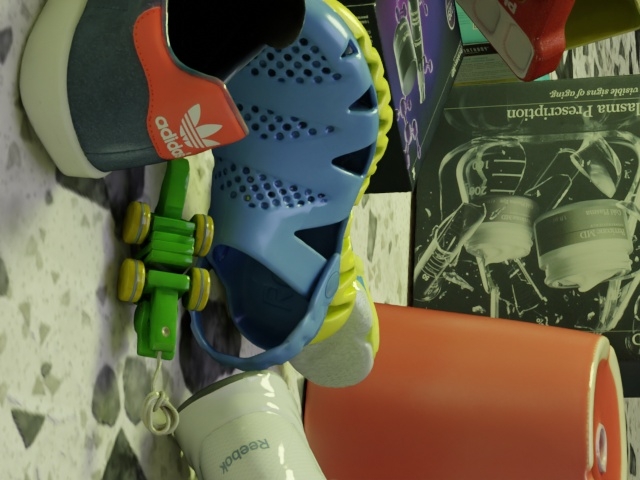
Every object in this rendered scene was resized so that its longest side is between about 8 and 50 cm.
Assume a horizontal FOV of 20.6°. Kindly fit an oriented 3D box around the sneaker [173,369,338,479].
[{"bbox_3d":[-0.015,0.222,1.267,0.297,0.111,0.129,56,6,-45],"label":"sneaker"}]

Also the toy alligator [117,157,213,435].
[{"bbox_3d":[-0.108,0.039,1.162,0.051,0.056,0.190,146,-50,-63],"label":"toy alligator"}]

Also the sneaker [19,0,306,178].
[{"bbox_3d":[-0.076,-0.192,1.127,0.131,0.148,0.350,59,33,-54],"label":"sneaker"}]

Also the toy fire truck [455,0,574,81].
[{"bbox_3d":[0.154,-0.330,1.741,0.302,0.169,0.254,52,-25,21],"label":"toy fire truck"}]

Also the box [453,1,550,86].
[{"bbox_3d":[0.192,-0.201,2.011,0.244,0.100,0.060,45,44,-64],"label":"box"}]

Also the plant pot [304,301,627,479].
[{"bbox_3d":[0.139,0.184,1.575,0.275,0.243,0.275,-2,90,-71],"label":"plant pot"}]

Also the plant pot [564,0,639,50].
[{"bbox_3d":[0.241,-0.340,2.046,0.212,0.212,0.187,42,35,-65],"label":"plant pot"}]

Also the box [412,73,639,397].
[{"bbox_3d":[0.284,0.000,1.874,0.179,0.343,0.313,44,46,-66],"label":"box"}]

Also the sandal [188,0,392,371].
[{"bbox_3d":[-0.030,-0.029,1.234,0.138,0.126,0.317,-51,148,-50],"label":"sandal"}]

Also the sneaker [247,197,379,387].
[{"bbox_3d":[0.000,0.000,1.421,0.126,0.091,0.240,-70,151,-50],"label":"sneaker"}]

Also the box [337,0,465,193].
[{"bbox_3d":[0.048,-0.183,1.581,0.261,0.103,0.184,-67,151,-53],"label":"box"}]
